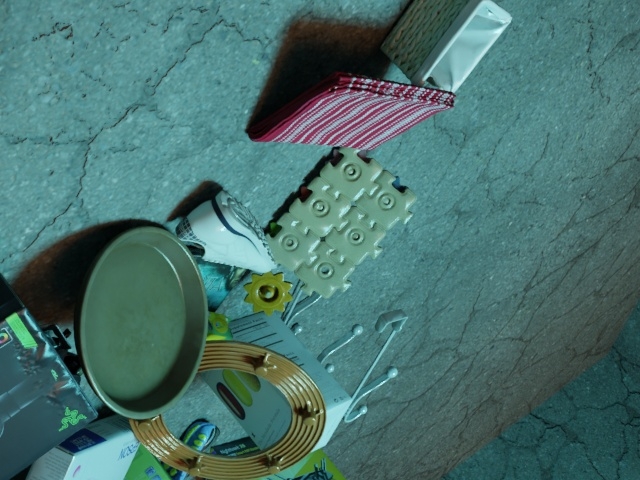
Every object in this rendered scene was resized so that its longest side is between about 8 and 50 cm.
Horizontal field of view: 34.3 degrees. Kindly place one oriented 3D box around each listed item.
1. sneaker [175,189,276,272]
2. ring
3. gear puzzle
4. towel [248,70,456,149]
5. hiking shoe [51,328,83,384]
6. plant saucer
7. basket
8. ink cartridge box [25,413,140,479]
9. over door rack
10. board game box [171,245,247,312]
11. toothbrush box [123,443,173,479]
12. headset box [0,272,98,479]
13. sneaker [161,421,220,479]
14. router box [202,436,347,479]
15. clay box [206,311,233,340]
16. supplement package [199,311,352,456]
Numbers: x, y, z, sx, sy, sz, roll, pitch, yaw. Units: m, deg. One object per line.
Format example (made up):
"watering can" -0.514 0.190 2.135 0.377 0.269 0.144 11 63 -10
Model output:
"sneaker" -0.143 0.000 1.624 0.094 0.090 0.235 -33 150 5
"ring" -0.157 0.297 1.731 0.336 0.032 0.337 0 128 0
"gear puzzle" 0.000 0.000 1.756 0.339 0.175 0.044 -49 -164 11
"towel" 0.050 -0.182 1.541 0.274 0.031 0.198 0 161 -45
"hiking shoe" -0.404 0.228 1.574 0.114 0.086 0.227 -26 148 -25
"plant saucer" -0.260 0.117 1.499 0.278 0.041 0.278 3 86 -59
"basket" 0.188 -0.314 1.578 0.167 0.103 0.113 -52 153 18
"ink cartridge box" -0.426 0.459 1.701 0.330 0.071 0.324 -66 170 3
"over door rack" 0.046 0.153 1.917 0.108 0.239 0.324 -23 148 -33
"board game box" -0.203 0.066 1.682 0.126 0.026 0.186 -52 152 19
"toothbrush box" -0.332 0.545 1.922 0.206 0.283 0.122 -38 153 -12
"headset box" -0.458 0.196 1.339 0.283 0.131 0.246 -35 136 -17
"sneaker" -0.265 0.448 2.113 0.078 0.067 0.188 14 116 -53
"router box" -0.088 0.544 2.306 0.308 0.243 0.081 -4 135 -53
"clay box" -0.240 0.164 1.711 0.127 0.053 0.222 -33 156 18
"supplement package" -0.086 0.267 1.895 0.133 0.244 0.139 -15 142 -45
